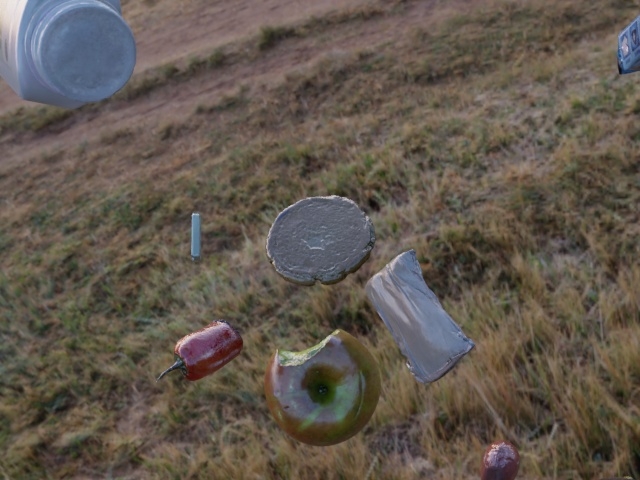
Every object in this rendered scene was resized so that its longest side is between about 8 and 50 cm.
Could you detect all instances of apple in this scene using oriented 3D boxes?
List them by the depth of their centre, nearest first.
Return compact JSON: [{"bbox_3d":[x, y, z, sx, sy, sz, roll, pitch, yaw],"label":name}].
[{"bbox_3d":[0.001,0.303,1.580,0.246,0.246,0.226,-26,-2,-6],"label":"apple"}]

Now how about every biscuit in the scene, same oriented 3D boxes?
[{"bbox_3d":[0.000,0.000,1.462,0.226,0.042,0.225,-4,50,5],"label":"biscuit"}]

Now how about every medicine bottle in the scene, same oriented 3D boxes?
[{"bbox_3d":[-0.337,-0.268,0.935,0.124,0.179,0.324,7,21,-41],"label":"medicine bottle"}]

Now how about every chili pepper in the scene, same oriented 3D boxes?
[{"bbox_3d":[-0.245,0.228,1.471,0.086,0.084,0.192,26,40,35],"label":"chili pepper"}]

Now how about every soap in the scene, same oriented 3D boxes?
[{"bbox_3d":[0.581,-0.339,1.187,0.156,0.077,0.293,-8,-2,4],"label":"soap"}]

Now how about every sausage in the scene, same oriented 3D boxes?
[{"bbox_3d":[0.291,0.367,1.222,0.059,0.094,0.054,24,44,22],"label":"sausage"}]

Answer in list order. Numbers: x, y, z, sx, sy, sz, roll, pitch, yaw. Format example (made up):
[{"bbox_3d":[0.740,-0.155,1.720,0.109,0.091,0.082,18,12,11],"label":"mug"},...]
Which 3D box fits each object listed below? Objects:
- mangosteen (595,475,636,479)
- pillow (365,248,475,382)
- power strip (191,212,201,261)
[{"bbox_3d":[0.363,0.396,0.982,0.217,0.192,0.192,26,47,-5],"label":"mangosteen"},{"bbox_3d":[0.188,0.148,1.492,0.067,0.173,0.270,-4,52,-35],"label":"pillow"},{"bbox_3d":[-0.230,-0.005,1.395,0.016,0.040,0.090,0,75,-5],"label":"power strip"}]
